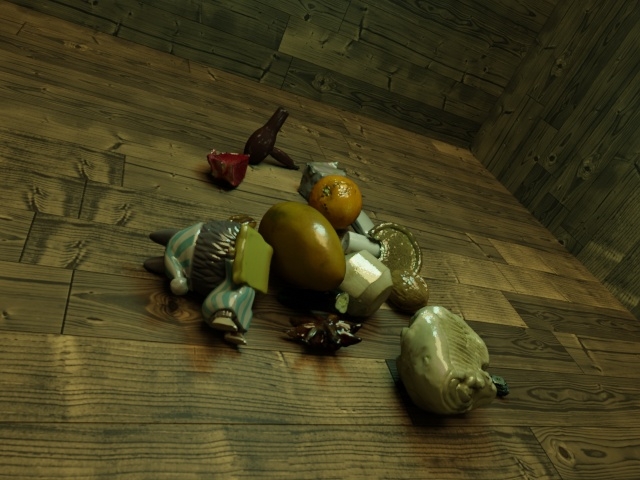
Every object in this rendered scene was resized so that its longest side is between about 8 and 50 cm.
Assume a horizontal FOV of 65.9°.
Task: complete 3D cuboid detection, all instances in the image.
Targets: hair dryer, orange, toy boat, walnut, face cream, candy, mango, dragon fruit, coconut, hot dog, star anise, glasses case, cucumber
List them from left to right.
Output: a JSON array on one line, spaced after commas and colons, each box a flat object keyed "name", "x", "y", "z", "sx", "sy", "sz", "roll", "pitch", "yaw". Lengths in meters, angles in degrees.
[{"name": "dragon fruit", "x": -0.420, "y": -0.320, "z": 2.178, "sx": 0.161, "sy": 0.126, "sz": 0.274, "roll": 17, "pitch": 21, "yaw": 2}, {"name": "hot dog", "x": -0.313, "y": -0.069, "z": 1.919, "sx": 0.140, "sy": 0.060, "sz": 0.090, "roll": -6, "pitch": 38, "yaw": -38}, {"name": "hair dryer", "x": -0.190, "y": -0.469, "z": 2.469, "sx": 0.340, "sy": 0.312, "sz": 0.123, "roll": 27, "pitch": 23, "yaw": -44}, {"name": "mango", "x": -0.063, "y": 0.024, "z": 1.686, "sx": 0.232, "sy": 0.300, "sz": 0.446, "roll": -18, "pitch": 27, "yaw": -22}, {"name": "cucumber", "x": -0.028, "y": 0.199, "z": 1.661, "sx": 0.242, "sy": 0.074, "sz": 0.074, "roll": 4, "pitch": 28, "yaw": 11}, {"name": "candy", "x": 0.008, "y": -0.282, "z": 2.377, "sx": 0.195, "sy": 0.184, "sz": 0.137, "roll": -6, "pitch": 39, "yaw": -43}, {"name": "star anise", "x": 0.011, "y": 0.301, "z": 1.572, "sx": 0.272, "sy": 0.102, "sz": 0.272, "roll": 3, "pitch": 12, "yaw": -1}, {"name": "orange", "x": 0.066, "y": -0.166, "z": 2.193, "sx": 0.246, "sy": 0.246, "sz": 0.246, "roll": 19, "pitch": 31, "yaw": -12}, {"name": "coconut", "x": 0.129, "y": 0.149, "z": 1.765, "sx": 0.241, "sy": 0.241, "sz": 0.241, "roll": 19, "pitch": 31, "yaw": -12}, {"name": "glasses case", "x": 0.195, "y": -0.083, "z": 2.332, "sx": 0.092, "sy": 0.059, "sz": 0.233, "roll": 6, "pitch": 35, "yaw": -35}, {"name": "face cream", "x": 0.263, "y": 0.053, "z": 2.135, "sx": 0.346, "sy": 0.102, "sz": 0.102, "roll": 17, "pitch": 31, "yaw": -15}, {"name": "walnut", "x": 0.342, "y": 0.196, "z": 1.927, "sx": 0.184, "sy": 0.155, "sz": 0.155, "roll": 42, "pitch": 33, "yaw": 22}, {"name": "toy boat", "x": 0.595, "y": 0.501, "z": 1.739, "sx": 0.141, "sy": 0.060, "sz": 0.055, "roll": 20, "pitch": 32, "yaw": -6}]

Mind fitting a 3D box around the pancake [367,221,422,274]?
[{"name": "pancake", "x": 0.307, "y": 0.057, "z": 2.075, "sx": 0.286, "sy": 0.033, "sz": 0.288, "roll": 43, "pitch": 62, "yaw": -3}]

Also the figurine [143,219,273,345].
[{"name": "figurine", "x": -0.368, "y": 0.116, "z": 1.516, "sx": 0.378, "sy": 0.266, "sz": 0.361, "roll": 0, "pitch": 55, "yaw": 16}]

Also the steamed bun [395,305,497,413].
[{"name": "steamed bun", "x": 0.374, "y": 0.396, "z": 1.558, "sx": 0.339, "sy": 0.247, "sz": 0.352, "roll": 28, "pitch": 33, "yaw": -33}]
